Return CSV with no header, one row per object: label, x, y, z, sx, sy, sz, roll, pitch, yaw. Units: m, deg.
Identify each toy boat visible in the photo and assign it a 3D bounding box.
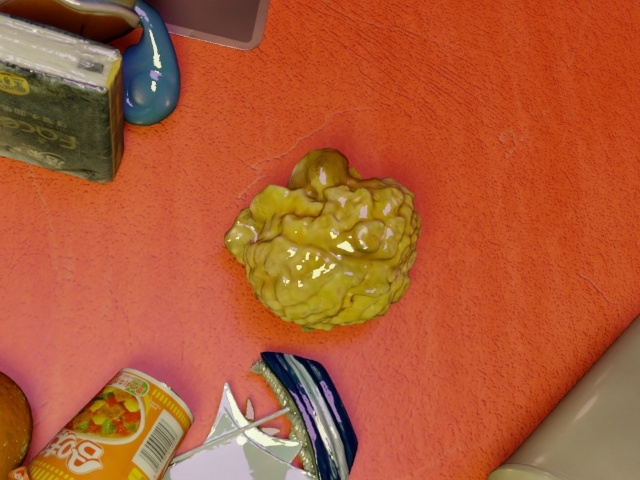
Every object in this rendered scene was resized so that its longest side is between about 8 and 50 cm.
toy boat,-0.101,0.273,1.195,0.291,0.067,0.221,-22,77,-16

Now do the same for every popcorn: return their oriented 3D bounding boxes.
popcorn,0.000,0.000,1.243,0.251,0.206,0.237,21,83,15

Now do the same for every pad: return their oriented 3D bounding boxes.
pad,-0.209,-0.391,1.440,0.266,0.002,0.176,12,68,-8

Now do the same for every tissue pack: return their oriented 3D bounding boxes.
tissue pack,-0.346,-0.178,1.197,0.185,0.257,0.081,17,66,-4

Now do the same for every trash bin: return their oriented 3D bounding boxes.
trash bin,0.412,0.284,1.188,0.280,0.280,0.432,45,65,6

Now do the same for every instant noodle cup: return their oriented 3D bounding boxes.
instant noodle cup,-0.250,0.257,1.124,0.168,0.168,0.185,34,59,1

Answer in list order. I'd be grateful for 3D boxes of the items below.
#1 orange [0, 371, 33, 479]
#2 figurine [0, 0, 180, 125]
orange,-0.458,0.229,1.081,0.237,0.158,0.179,6,88,-11
figurine,-0.349,-0.350,1.298,0.416,0.243,0.298,30,25,-3
